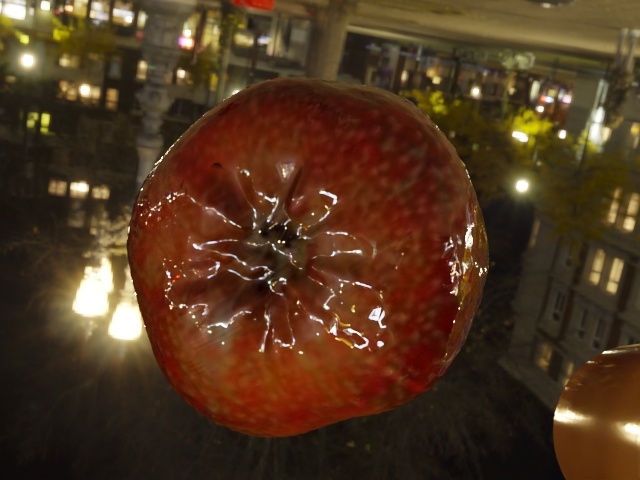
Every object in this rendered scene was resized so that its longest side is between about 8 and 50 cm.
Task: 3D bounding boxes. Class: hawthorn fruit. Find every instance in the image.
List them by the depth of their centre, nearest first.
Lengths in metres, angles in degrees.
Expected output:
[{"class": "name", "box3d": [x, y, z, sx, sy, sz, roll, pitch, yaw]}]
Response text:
[{"class": "hawthorn fruit", "box3d": [0.000, 0.000, 0.653, 0.275, 0.275, 0.299, 14, -153, 14]}]

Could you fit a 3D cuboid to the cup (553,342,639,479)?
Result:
[{"class": "cup", "box3d": [0.239, 0.147, 0.478, 0.182, 0.226, 0.264, -4, 172, -1]}]
